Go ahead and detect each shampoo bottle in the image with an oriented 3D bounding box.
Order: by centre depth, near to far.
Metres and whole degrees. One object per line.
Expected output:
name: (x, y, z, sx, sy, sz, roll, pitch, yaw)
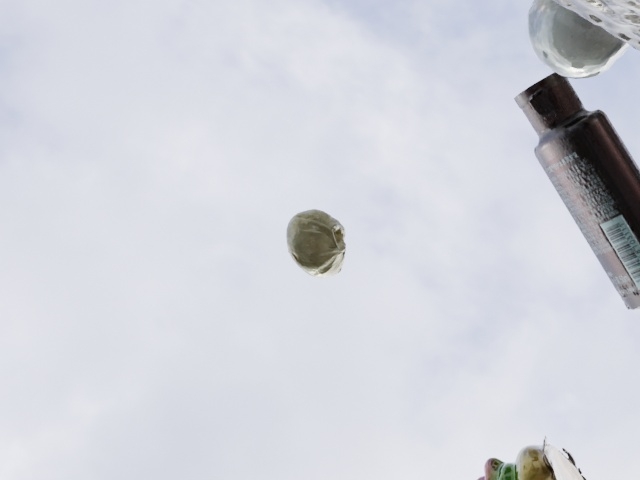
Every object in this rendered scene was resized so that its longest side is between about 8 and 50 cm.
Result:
shampoo bottle: (0.369, -0.069, 1.210, 0.084, 0.129, 0.323, -29, -94, -25)

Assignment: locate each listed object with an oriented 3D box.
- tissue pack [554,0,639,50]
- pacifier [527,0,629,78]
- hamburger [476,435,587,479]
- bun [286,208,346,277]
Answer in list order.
tissue pack: (0.152, -0.243, 0.420, 0.361, 0.122, 0.259, 20, -82, -29)
pacifier: (0.268, -0.300, 0.833, 0.273, 0.332, 0.220, -41, -112, 17)
hamburger: (0.231, 0.336, 0.957, 0.149, 0.237, 0.237, -33, -69, 15)
bun: (0.000, 0.000, 1.068, 0.055, 0.086, 0.086, -31, -67, 27)
